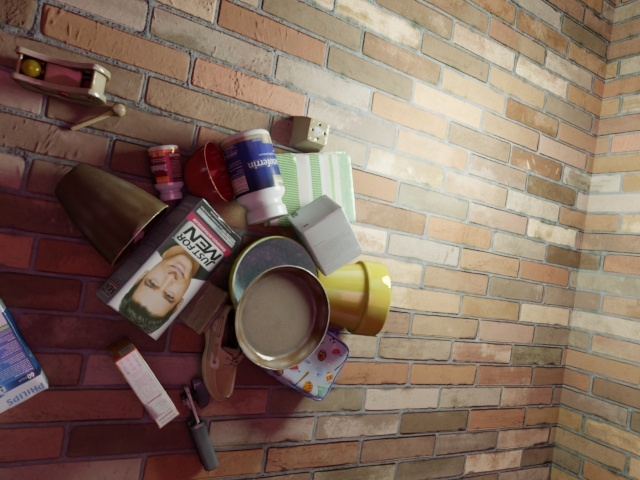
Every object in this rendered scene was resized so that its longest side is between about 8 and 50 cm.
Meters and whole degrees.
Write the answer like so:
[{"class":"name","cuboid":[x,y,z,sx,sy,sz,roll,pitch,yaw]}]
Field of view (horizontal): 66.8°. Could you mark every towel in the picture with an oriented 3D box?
[{"class":"towel","cuboid":[-0.352,0.197,1.459,0.148,0.110,0.027,-56,157,-14]},{"class":"towel","cuboid":[-0.043,-0.173,1.616,0.324,0.038,0.248,-5,91,-21]}]

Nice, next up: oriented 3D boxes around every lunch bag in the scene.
[{"class":"lunch bag","cuboid":[-0.053,0.381,1.638,0.303,0.115,0.243,39,72,-26]}]

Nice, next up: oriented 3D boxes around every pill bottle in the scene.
[{"class":"pill bottle","cuboid":[-0.438,-0.192,1.388,0.086,0.086,0.152,-12,99,-30]},{"class":"pill bottle","cuboid":[-0.195,-0.189,1.469,0.153,0.153,0.265,-17,90,-29]}]

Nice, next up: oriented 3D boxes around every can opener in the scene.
[{"class":"can opener","cuboid":[-0.356,0.560,1.489,0.095,0.076,0.284,-22,105,-27]}]

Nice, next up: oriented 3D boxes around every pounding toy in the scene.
[{"class":"pounding toy","cuboid":[-0.627,-0.367,1.226,0.269,0.154,0.155,11,87,-30]}]

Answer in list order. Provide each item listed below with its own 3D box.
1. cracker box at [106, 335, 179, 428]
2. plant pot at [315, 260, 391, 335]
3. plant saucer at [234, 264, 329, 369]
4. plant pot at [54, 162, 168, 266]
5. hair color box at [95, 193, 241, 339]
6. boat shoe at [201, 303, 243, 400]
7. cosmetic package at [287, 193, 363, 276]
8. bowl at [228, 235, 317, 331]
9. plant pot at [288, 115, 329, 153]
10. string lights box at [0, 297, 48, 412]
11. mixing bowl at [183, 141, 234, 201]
[{"class":"cracker box","cuboid":[-0.495,0.390,1.350,0.067,0.155,0.232,-34,110,-25]},{"class":"plant pot","cuboid":[0.080,0.185,1.640,0.238,0.254,0.254,9,88,-16]},{"class":"plant saucer","cuboid":[-0.116,0.227,1.446,0.310,0.050,0.311,-2,94,-31]},{"class":"plant pot","cuboid":[-0.561,-0.087,1.273,0.230,0.215,0.215,42,72,-10]},{"class":"hair color box","cuboid":[-0.421,0.070,1.379,0.375,0.113,0.185,-52,128,-17]},{"class":"boat shoe","cuboid":[-0.292,0.344,1.484,0.109,0.098,0.303,-2,91,-55]},{"class":"cosmetic package","cuboid":[0.015,-0.019,1.548,0.151,0.151,0.184,-32,119,-8]},{"class":"bowl","cuboid":[-0.169,0.127,1.526,0.289,0.156,0.290,-2,94,-30]},{"class":"plant pot","cuboid":[-0.029,-0.355,1.615,0.109,0.096,0.109,12,87,-31]},{"class":"string lights box","cuboid":[-0.805,0.285,1.205,0.133,0.076,0.260,-28,106,-26]},{"class":"mixing bowl","cuboid":[-0.336,-0.187,1.421,0.098,0.181,0.182,-16,104,11]}]
